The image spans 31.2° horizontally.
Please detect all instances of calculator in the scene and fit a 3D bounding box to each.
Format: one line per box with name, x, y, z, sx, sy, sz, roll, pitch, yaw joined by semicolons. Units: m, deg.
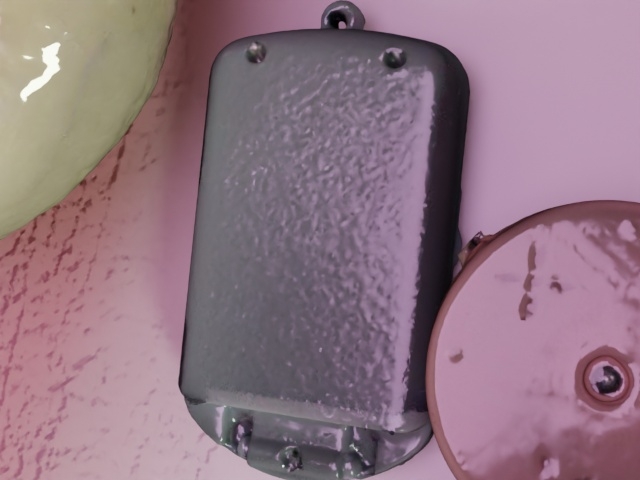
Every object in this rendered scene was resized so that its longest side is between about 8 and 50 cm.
calculator;0.000;0.000;0.583;0.141;0.045;0.246;5;89;22

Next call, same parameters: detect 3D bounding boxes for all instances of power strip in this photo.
power strip;0.119;0.056;0.502;0.154;0.078;0.154;0;88;9

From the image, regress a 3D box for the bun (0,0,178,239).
bun;-0.236;-0.160;0.602;0.361;0.213;0.361;5;105;18
